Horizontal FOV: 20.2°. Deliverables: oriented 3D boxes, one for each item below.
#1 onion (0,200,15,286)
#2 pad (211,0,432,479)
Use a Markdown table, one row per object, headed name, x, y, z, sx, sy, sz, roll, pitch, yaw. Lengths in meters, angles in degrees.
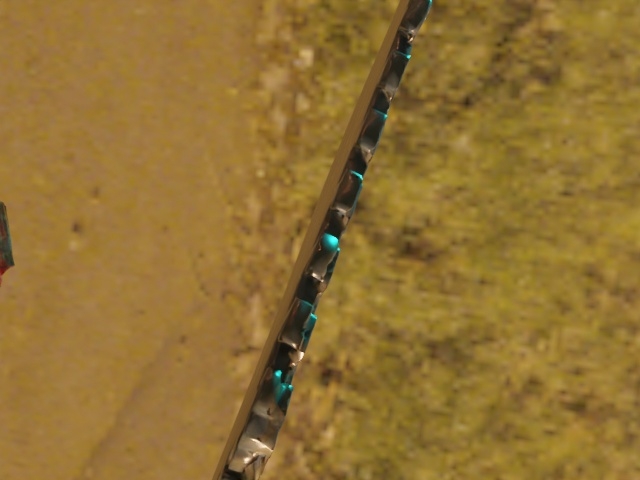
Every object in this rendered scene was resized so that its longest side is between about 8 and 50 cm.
| name | x | y | z | sx | sy | sz | roll | pitch | yaw |
| --- | --- | --- | --- | --- | --- | --- | --- | --- | --- |
| onion | -0.262 | -0.003 | 0.857 | 0.163 | 0.230 | 0.230 | 117 | -12 | -77 |
| pad | 0.000 | 0.000 | 0.605 | 0.269 | 0.012 | 0.270 | 112 | -2 | -60 |
